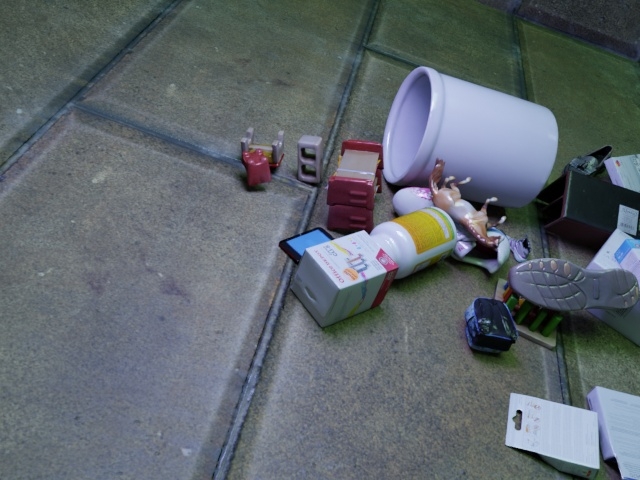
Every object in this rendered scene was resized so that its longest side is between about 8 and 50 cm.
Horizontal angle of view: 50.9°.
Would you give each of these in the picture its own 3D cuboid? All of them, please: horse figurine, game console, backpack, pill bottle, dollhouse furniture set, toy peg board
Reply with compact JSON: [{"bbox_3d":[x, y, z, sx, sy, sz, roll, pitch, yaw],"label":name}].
[{"bbox_3d":[0.357,-0.087,1.662,0.263,0.066,0.174,42,46,10],"label":"horse figurine"},{"bbox_3d":[0.000,0.000,1.556,0.144,0.124,0.085,-22,82,-40],"label":"game console"},{"bbox_3d":[0.374,0.190,1.504,0.105,0.084,0.114,11,45,-14],"label":"backpack"},{"bbox_3d":[0.198,0.012,1.587,0.245,0.136,0.136,-20,54,-40],"label":"pill bottle"},{"bbox_3d":[-0.032,-0.155,1.700,0.374,0.152,0.201,8,38,10],"label":"dollhouse furniture set"},{"bbox_3d":[0.505,0.153,1.613,0.161,0.079,0.161,25,39,4],"label":"toy peg board"}]

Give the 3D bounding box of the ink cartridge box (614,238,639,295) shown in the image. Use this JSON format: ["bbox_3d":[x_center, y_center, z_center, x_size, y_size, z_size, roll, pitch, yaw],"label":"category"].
[{"bbox_3d":[0.807,0.082,1.629,0.104,0.060,0.180,6,43,-17],"label":"ink cartridge box"}]

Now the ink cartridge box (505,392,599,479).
[{"bbox_3d":[0.469,0.395,1.364,0.179,0.045,0.145,10,37,14],"label":"ink cartridge box"}]

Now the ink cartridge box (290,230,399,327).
[{"bbox_3d":[0.050,0.081,1.448,0.176,0.127,0.128,-18,54,-37],"label":"ink cartridge box"}]

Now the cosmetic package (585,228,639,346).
[{"bbox_3d":[0.804,0.117,1.745,0.224,0.138,0.224,37,40,18],"label":"cosmetic package"}]

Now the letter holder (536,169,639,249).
[{"bbox_3d":[0.794,-0.058,1.954,0.302,0.214,0.152,17,71,-7],"label":"letter holder"}]

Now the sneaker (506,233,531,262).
[{"bbox_3d":[0.533,0.004,1.802,0.038,0.069,0.098,-8,47,-32],"label":"sneaker"}]

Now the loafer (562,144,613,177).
[{"bbox_3d":[0.906,-0.264,2.269,0.096,0.084,0.267,42,43,23],"label":"loafer"}]

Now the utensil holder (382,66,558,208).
[{"bbox_3d":[0.409,-0.276,1.870,0.385,0.328,0.328,11,40,-15],"label":"utensil holder"}]

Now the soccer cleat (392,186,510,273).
[{"bbox_3d":[0.330,-0.029,1.708,0.331,0.116,0.143,26,36,5],"label":"soccer cleat"}]

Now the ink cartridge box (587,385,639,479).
[{"bbox_3d":[0.688,0.429,1.404,0.223,0.045,0.224,15,40,-7],"label":"ink cartridge box"}]

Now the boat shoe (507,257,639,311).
[{"bbox_3d":[0.583,0.112,1.586,0.324,0.116,0.123,10,83,-12],"label":"boat shoe"}]

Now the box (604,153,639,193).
[{"bbox_3d":[1.054,-0.217,2.272,0.186,0.038,0.145,-10,77,-34],"label":"box"}]
